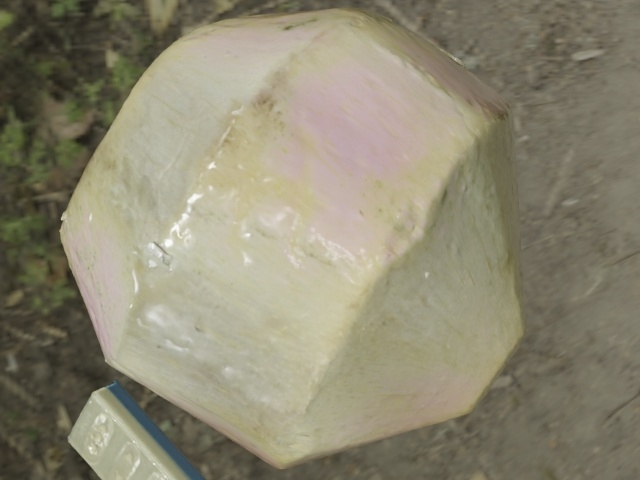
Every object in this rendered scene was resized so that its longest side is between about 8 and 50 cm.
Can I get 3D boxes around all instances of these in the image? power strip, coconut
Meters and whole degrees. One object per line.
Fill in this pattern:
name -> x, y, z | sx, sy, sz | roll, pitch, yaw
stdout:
power strip -> -0.132, 0.166, 1.208 | 0.123, 0.032, 0.056 | 44, 124, 20
coconut -> 0.000, 0.000, 0.813 | 0.236, 0.197, 0.237 | 0, 89, 4
